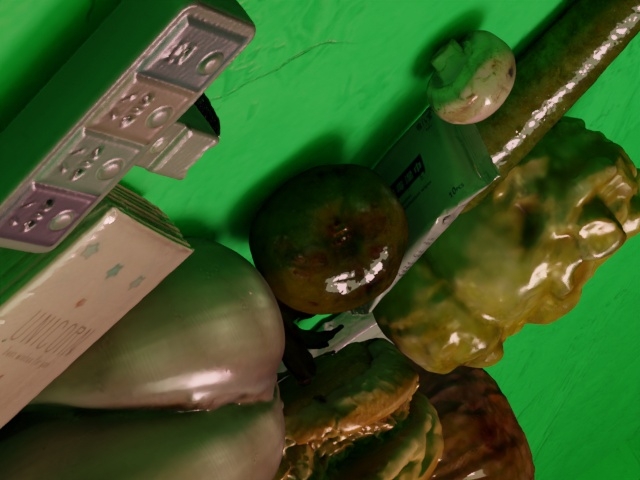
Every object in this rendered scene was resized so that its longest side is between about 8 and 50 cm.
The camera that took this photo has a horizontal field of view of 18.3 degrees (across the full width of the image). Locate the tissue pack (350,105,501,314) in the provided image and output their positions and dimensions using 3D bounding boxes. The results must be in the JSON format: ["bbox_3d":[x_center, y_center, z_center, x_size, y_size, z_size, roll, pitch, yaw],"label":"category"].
[{"bbox_3d":[0.076,-0.033,1.729,0.026,0.122,0.193,19,125,-36],"label":"tissue pack"}]

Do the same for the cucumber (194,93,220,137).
[{"bbox_3d":[-0.096,-0.099,1.369,0.032,0.032,0.133,-38,161,-3],"label":"cucumber"}]

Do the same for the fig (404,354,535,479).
[{"bbox_3d":[0.040,0.265,2.150,0.369,0.286,0.286,-12,149,-39],"label":"fig"}]

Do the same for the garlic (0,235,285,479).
[{"bbox_3d":[-0.177,0.128,1.594,0.340,0.246,0.231,-18,113,-16],"label":"garlic"}]

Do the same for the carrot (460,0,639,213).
[{"bbox_3d":[0.219,-0.164,1.772,0.358,0.074,0.074,-47,161,13],"label":"carrot"}]

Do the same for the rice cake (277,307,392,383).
[{"bbox_3d":[0.020,0.117,2.087,0.237,0.043,0.127,-35,163,-10],"label":"rice cake"}]

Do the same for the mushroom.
[{"bbox_3d":[0.122,-0.137,1.647,0.083,0.067,0.083,-45,-163,18],"label":"mushroom"}]

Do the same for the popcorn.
[{"bbox_3d":[0.192,0.004,1.952,0.286,0.174,0.225,-45,167,12],"label":"popcorn"}]

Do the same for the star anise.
[{"bbox_3d":[-0.021,0.097,1.843,0.144,0.158,0.140,47,54,-38],"label":"star anise"}]

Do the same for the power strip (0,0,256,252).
[{"bbox_3d":[-0.128,-0.079,1.282,0.216,0.061,0.145,-44,153,16],"label":"power strip"}]

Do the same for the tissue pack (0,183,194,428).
[{"bbox_3d":[-0.251,0.080,1.434,0.325,0.071,0.170,-42,159,6],"label":"tissue pack"}]

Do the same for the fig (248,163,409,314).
[{"bbox_3d":[0.014,0.010,1.699,0.133,0.126,0.185,-51,160,-8],"label":"fig"}]

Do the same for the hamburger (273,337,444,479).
[{"bbox_3d":[-0.028,0.205,1.863,0.319,0.158,0.318,-26,-169,5],"label":"hamburger"}]
